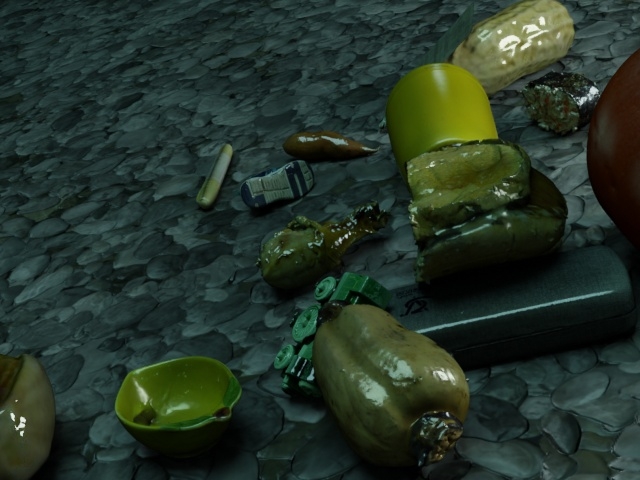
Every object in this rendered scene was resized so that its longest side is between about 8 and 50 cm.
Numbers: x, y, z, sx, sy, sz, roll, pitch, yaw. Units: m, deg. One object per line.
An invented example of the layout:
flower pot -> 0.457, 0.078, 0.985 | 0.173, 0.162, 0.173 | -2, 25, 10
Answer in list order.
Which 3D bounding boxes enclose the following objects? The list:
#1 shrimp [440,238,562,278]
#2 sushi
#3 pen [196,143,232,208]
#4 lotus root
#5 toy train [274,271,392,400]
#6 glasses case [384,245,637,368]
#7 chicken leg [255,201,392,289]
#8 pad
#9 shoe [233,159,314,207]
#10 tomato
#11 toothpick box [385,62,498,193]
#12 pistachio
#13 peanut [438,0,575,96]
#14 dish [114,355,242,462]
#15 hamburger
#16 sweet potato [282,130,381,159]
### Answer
shrimp -> 0.232, 0.012, 1.497 | 0.217, 0.051, 0.150 | -15, 25, -11
sushi -> 0.408, -0.234, 1.782 | 0.078, 0.091, 0.150 | -25, 28, -21
pen -> -0.197, -0.121, 1.971 | 0.040, 0.032, 0.233 | -32, 21, 22
lotus root -> 0.080, 0.164, 1.195 | 0.154, 0.140, 0.257 | -31, 46, -7
toy train -> 0.013, 0.122, 1.338 | 0.104, 0.071, 0.178 | 6, 62, 59
glasses case -> 0.230, 0.089, 1.330 | 0.323, 0.074, 0.131 | -13, 27, 8
chicken leg -> 0.000, 0.000, 1.596 | 0.227, 0.088, 0.103 | -34, 20, -22
pad -> 0.197, -0.327, 1.971 | 0.265, 0.009, 0.159 | -47, 14, 29
shoe -> -0.078, -0.097, 1.840 | 0.142, 0.064, 0.071 | -21, 10, -18
tomato -> 0.495, -0.120, 1.305 | 0.321, 0.322, 0.321 | -13, 29, 7
toothpick box -> 0.198, -0.154, 1.672 | 0.175, 0.175, 0.271 | -13, 32, 7
pistachio -> -0.433, 0.236, 1.359 | 0.166, 0.197, 0.288 | 22, 7, -19
peanut -> 0.340, -0.358, 1.988 | 0.325, 0.140, 0.153 | -29, 15, -14
dish -> -0.169, 0.218, 1.313 | 0.148, 0.080, 0.207 | -32, 30, -32
hamburger -> 0.216, -0.045, 1.392 | 0.211, 0.133, 0.309 | -10, 18, 8
sweet potato -> 0.019, -0.173, 1.928 | 0.194, 0.056, 0.056 | 4, 35, 24
